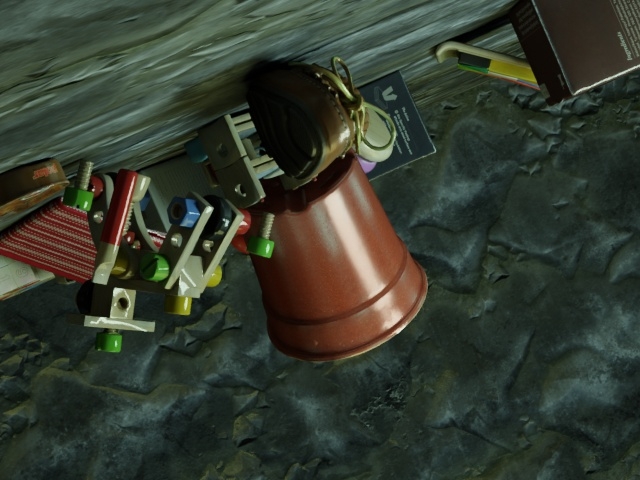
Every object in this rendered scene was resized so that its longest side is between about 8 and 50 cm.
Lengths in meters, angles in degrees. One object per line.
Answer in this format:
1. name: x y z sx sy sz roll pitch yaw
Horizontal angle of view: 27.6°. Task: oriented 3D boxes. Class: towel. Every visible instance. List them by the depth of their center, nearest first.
1. towel: -0.382 0.003 2.041 0.199 0.031 0.275 22 153 -31

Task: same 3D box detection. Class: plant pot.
1. plant pot: 0.000 0.000 2.023 0.272 0.265 0.272 -15 -146 11

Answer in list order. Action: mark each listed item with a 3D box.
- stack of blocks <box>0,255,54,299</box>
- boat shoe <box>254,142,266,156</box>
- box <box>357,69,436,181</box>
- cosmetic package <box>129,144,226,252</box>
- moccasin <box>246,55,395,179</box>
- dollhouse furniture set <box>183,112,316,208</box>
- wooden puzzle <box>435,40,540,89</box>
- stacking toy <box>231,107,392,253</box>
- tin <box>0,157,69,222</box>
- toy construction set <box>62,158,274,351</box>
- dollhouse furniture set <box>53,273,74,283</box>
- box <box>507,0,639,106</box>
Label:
1. stack of blocks: -0.568 0.060 2.236 0.171 0.087 0.297 -23 -179 40
2. boat shoe: -0.062 -0.149 2.330 0.089 0.109 0.258 -35 179 -1
3. box: 0.100 -0.194 2.284 0.158 0.156 0.093 -24 -178 5
4. cosmetic package: -0.227 -0.051 2.115 0.184 0.151 0.151 -24 -179 -39
5. moccasin: -0.001 -0.148 1.551 0.147 0.139 0.380 -24 -179 -2
6. dollhouse furniture set: -0.125 -0.104 1.882 0.184 0.129 0.129 -23 -179 44
7. wooden puzzle: 0.311 -0.289 2.178 0.239 0.044 0.221 10 -176 5
8. stacking toy: -0.039 -0.097 2.168 0.330 0.141 0.141 -41 173 24
9. tin: -0.365 -0.045 1.478 0.190 0.040 0.106 -23 -175 39
10. toy construction set: -0.237 0.038 1.673 0.257 0.237 0.309 14 178 15
11. dollhouse furniture set: -0.426 0.010 2.236 0.081 0.114 0.091 -28 177 18
12. box: 0.422 -0.323 1.975 0.203 0.167 0.168 -23 -179 -3
